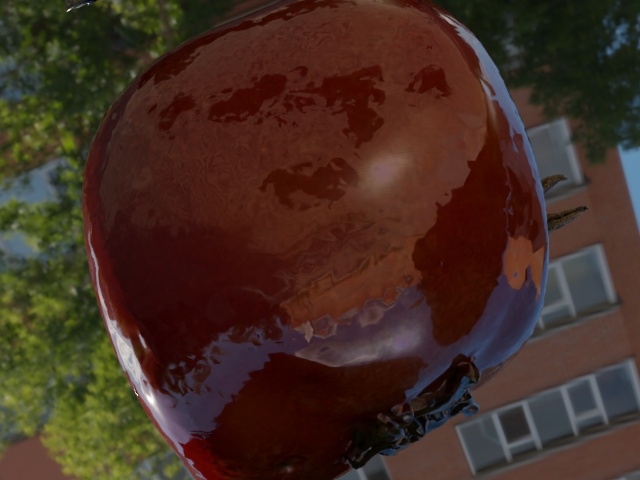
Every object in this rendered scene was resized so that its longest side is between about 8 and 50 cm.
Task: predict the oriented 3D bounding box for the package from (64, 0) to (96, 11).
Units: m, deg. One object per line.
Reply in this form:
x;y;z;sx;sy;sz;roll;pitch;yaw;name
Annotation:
-0.093;-0.240;0.731;0.232;0.040;0.166;-40;-151;-2;package

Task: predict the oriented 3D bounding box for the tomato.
0.000;0.000;0.685;0.293;0.290;0.325;-29;159;1;tomato

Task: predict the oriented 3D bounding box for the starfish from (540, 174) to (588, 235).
0.229;-0.002;1.343;0.227;0.043;0.240;-33;-142;11;starfish
